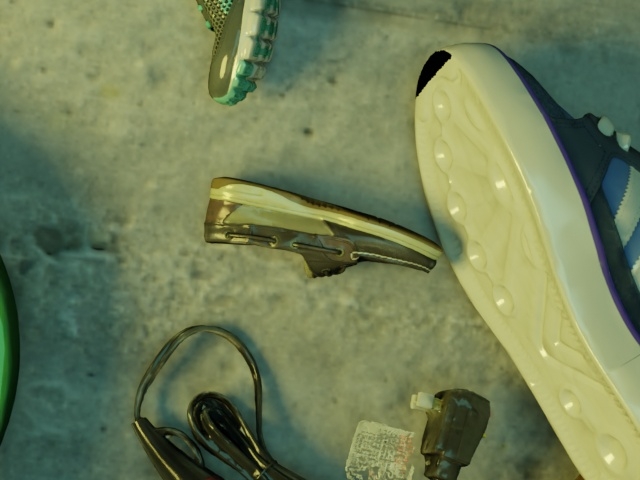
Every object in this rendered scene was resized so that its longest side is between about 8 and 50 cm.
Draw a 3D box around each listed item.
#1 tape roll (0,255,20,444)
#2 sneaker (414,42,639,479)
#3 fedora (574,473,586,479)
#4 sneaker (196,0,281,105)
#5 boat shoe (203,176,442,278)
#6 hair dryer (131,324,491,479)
[{"bbox_3d":[-0.344,0.069,0.819,0.321,0.077,0.321,0,90,-7],"label":"tape roll"},{"bbox_3d":[0.222,-0.004,0.887,0.236,0.130,0.322,-21,78,-25],"label":"sneaker"},{"bbox_3d":[0.217,0.231,0.871,0.194,0.194,0.079,36,122,-6],"label":"fedora"},{"bbox_3d":[-0.063,-0.168,0.875,0.076,0.065,0.166,6,85,9],"label":"sneaker"},{"bbox_3d":[0.000,0.000,0.879,0.152,0.056,0.049,16,92,3],"label":"boat shoe"},{"bbox_3d":[-0.020,0.213,0.875,0.224,0.080,0.293,10,82,9],"label":"hair dryer"}]
